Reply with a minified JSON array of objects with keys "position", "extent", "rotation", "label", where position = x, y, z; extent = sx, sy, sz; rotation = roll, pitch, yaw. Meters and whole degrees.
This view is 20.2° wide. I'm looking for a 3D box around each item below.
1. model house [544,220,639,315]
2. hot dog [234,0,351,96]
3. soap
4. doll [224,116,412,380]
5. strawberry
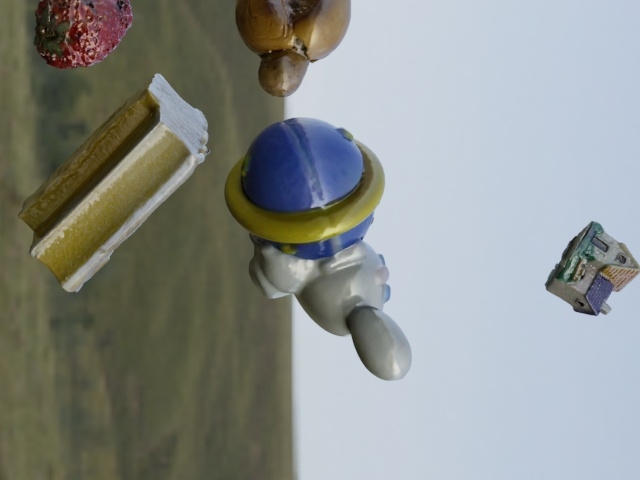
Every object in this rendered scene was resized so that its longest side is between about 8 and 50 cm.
[{"position":[0.384,0.047,2.507],"extent":[0.100,0.100,0.088],"rotation":[-54,-179,-29],"label":"model house"},{"position":[-0.020,-0.168,1.365],"extent":[0.140,0.090,0.060],"rotation":[-99,-178,-52],"label":"hot dog"},{"position":[-0.292,-0.082,2.582],"extent":[0.281,0.143,0.259],"rotation":[-42,-162,10],"label":"soap"},{"position":[-0.004,0.014,1.806],"extent":[0.311,0.160,0.242],"rotation":[-120,-154,-51],"label":"doll"},{"position":[-0.218,-0.202,1.654],"extent":[0.083,0.096,0.083],"rotation":[45,-33,41],"label":"strawberry"}]
